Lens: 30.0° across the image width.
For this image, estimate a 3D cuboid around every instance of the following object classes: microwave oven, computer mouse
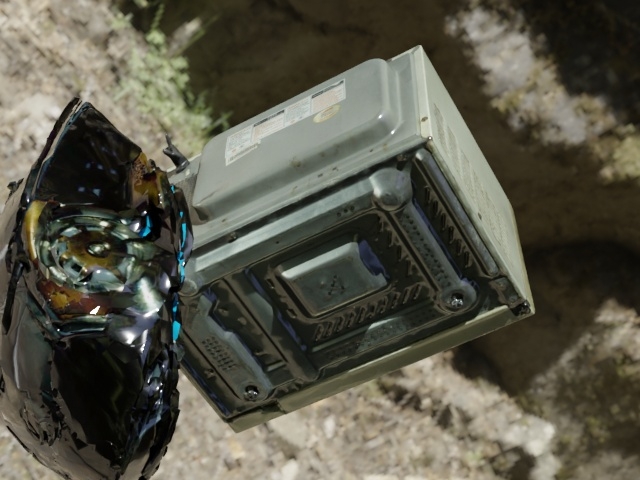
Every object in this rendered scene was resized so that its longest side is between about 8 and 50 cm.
[{"bbox_3d":[0.000,0.000,0.842,0.194,0.240,0.145,54,21,-33],"label":"microwave oven"},{"bbox_3d":[-0.119,0.021,0.557,0.077,0.147,0.242,13,30,-25],"label":"computer mouse"}]
